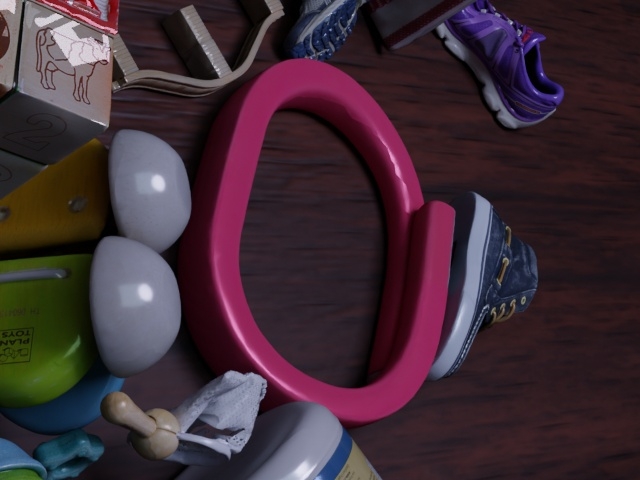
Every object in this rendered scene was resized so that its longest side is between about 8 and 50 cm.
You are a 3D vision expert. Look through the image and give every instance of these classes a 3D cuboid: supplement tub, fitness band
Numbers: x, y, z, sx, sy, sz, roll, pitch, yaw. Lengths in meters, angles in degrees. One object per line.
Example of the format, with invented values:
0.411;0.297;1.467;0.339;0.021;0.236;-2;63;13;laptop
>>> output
0.000;0.211;0.808;0.200;0.144;0.144;54;44;-8;supplement tub
0.000;0.000;0.988;0.209;0.054;0.291;30;50;-26;fitness band

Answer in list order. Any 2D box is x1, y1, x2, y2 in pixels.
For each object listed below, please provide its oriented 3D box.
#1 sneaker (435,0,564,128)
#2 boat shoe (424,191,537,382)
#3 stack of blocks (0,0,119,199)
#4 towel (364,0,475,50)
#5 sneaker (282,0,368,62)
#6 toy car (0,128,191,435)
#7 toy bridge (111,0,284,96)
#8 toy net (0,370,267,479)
0.160;-0.183;1.213;0.170;0.071;0.068;53;44;-8;sneaker
0.125;0.049;1.066;0.083;0.065;0.183;38;47;-21;boat shoe
-0.214;-0.082;0.642;0.087;0.297;0.171;21;57;-38;stack of blocks
0.081;-0.349;1.100;0.037;0.237;0.329;-12;78;-46;towel
0.004;-0.194;1.092;0.058;0.052;0.135;28;61;18;sneaker
-0.150;0.029;0.776;0.136;0.159;0.182;76;10;-49;toy car
-0.088;-0.138;0.988;0.188;0.026;0.063;-34;95;-47;toy bridge
-0.121;0.127;0.743;0.232;0.122;0.045;-8;58;-41;toy net
